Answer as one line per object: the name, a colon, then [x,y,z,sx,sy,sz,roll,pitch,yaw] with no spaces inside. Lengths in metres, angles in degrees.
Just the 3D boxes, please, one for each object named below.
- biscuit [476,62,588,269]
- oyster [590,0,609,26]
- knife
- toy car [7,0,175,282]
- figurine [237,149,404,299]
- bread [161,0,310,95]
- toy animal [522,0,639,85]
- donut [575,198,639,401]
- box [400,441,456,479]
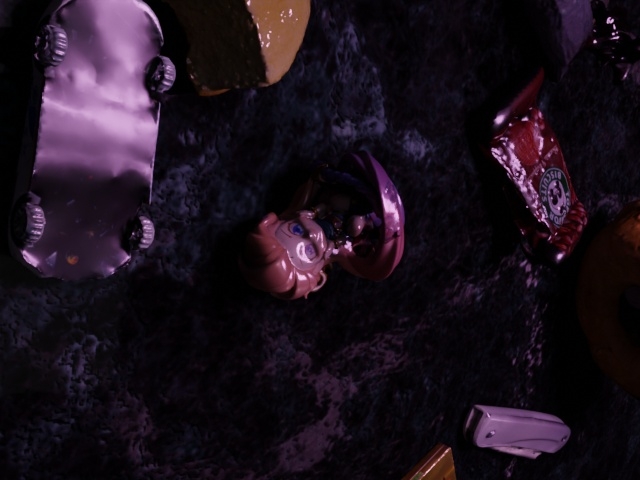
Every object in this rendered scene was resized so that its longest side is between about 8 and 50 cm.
biscuit: [0.271,-0.087,0.890,0.151,0.063,0.235,-40,110,-33]
oyster: [0.349,-0.330,0.912,0.148,0.051,0.103,16,89,-45]
knife: [0.289,0.282,1.034,0.265,0.040,0.073,23,97,-45]
toy car: [-0.160,-0.072,0.491,0.095,0.056,0.205,4,95,-44]
figurine: [0.002,-0.002,0.646,0.157,0.114,0.126,-33,93,0]
bread: [-0.064,-0.197,0.532,0.125,0.086,0.156,-51,135,-34]
toy animal: [0.281,-0.270,0.856,0.210,0.117,0.121,27,43,-20]
donut: [0.511,0.095,1.030,0.150,0.299,0.317,-24,94,-22]
box: [0.126,0.335,0.904,0.133,0.023,0.090,-34,125,-33]
